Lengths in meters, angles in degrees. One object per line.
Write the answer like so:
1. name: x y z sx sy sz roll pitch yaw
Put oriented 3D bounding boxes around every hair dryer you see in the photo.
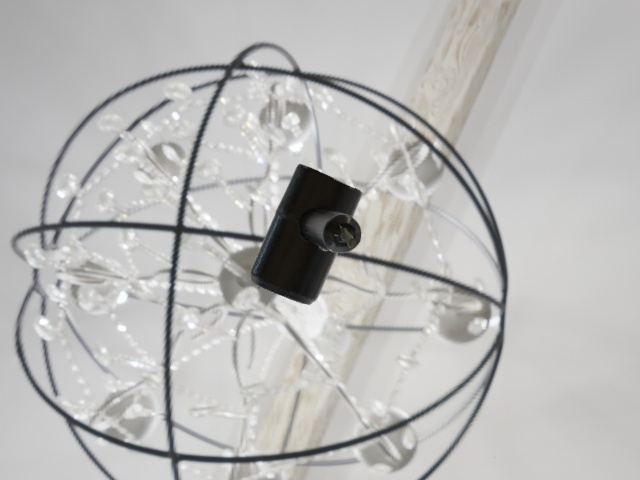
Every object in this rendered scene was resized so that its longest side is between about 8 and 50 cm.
1. hair dryer: 0.000 0.000 0.778 0.071 0.219 0.124 23 -92 -12
